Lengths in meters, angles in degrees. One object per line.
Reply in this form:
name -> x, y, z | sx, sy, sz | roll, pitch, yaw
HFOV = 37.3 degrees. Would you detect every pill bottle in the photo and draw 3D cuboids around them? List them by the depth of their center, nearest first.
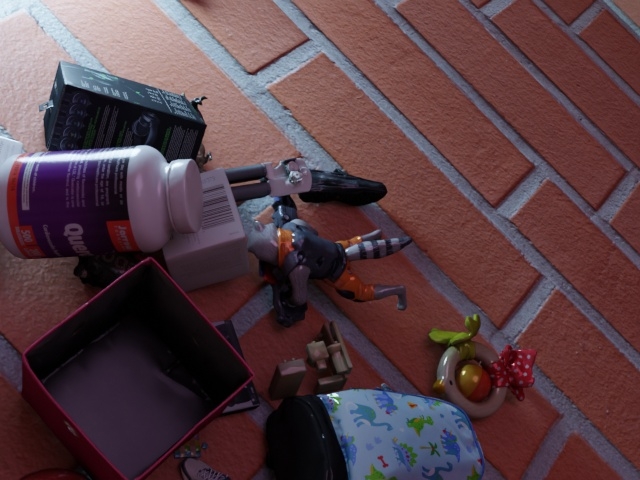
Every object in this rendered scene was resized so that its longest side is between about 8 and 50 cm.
pill bottle -> -0.369, -0.065, 1.596 | 0.322, 0.181, 0.182 | -3, 56, 7

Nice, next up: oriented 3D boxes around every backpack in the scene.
backpack -> 0.117, 0.405, 1.701 | 0.355, 0.273, 0.290 | 24, 32, -32

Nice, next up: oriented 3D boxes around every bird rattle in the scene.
bird rattle -> 0.330, 0.281, 2.001 | 0.253, 0.143, 0.207 | 41, 59, -18

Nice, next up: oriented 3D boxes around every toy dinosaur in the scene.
toy dinosaur -> -0.261, -0.228, 1.957 | 0.064, 0.118, 0.268 | -9, 64, -18

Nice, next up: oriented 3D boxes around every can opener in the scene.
can opener -> -0.139, -0.115, 1.938 | 0.280, 0.093, 0.074 | -12, 85, -36

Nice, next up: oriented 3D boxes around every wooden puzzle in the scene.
wooden puzzle -> -0.236, 0.357, 1.662 | 0.083, 0.006, 0.049 | 3, 59, -29

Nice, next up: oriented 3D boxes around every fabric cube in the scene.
fabric cube -> -0.301, 0.231, 1.508 | 0.259, 0.258, 0.254 | -39, 85, -28

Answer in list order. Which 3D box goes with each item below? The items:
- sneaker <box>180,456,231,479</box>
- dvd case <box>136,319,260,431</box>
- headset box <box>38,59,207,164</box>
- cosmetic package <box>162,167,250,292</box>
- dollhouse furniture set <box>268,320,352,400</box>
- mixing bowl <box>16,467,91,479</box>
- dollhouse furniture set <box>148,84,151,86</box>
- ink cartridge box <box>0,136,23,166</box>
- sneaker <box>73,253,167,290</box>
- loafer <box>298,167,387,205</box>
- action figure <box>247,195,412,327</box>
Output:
sneaker -> -0.179, 0.415, 1.625 | 0.135, 0.058, 0.052 | 40, 49, -1
dvd case -> -0.243, 0.243, 1.717 | 0.238, 0.029, 0.179 | -7, 65, -33
headset box -> -0.386, -0.227, 1.791 | 0.283, 0.131, 0.246 | 14, 15, -23
cosmetic package -> -0.226, -0.015, 1.765 | 0.151, 0.184, 0.151 | -16, 67, -8
dollhouse furniture set -> -0.033, 0.216, 1.802 | 0.151, 0.144, 0.123 | -10, 61, -19
mixing bowl -> -0.402, 0.426, 1.460 | 0.181, 0.098, 0.181 | 15, 55, -23
dollhouse furniture set -> -0.357, -0.308, 1.970 | 0.091, 0.081, 0.114 | 32, 37, 13
ink cartridge box -> -0.680, -0.100, 1.623 | 0.283, 0.117, 0.207 | 16, 55, -22
sneaker -> -0.368, 0.060, 1.720 | 0.135, 0.097, 0.276 | -35, 86, -32
loafer -> 0.048, -0.124, 2.095 | 0.223, 0.076, 0.078 | 2, 61, -29
action figure -> 0.000, 0.000, 1.922 | 0.330, 0.178, 0.341 | 7, 54, -28
